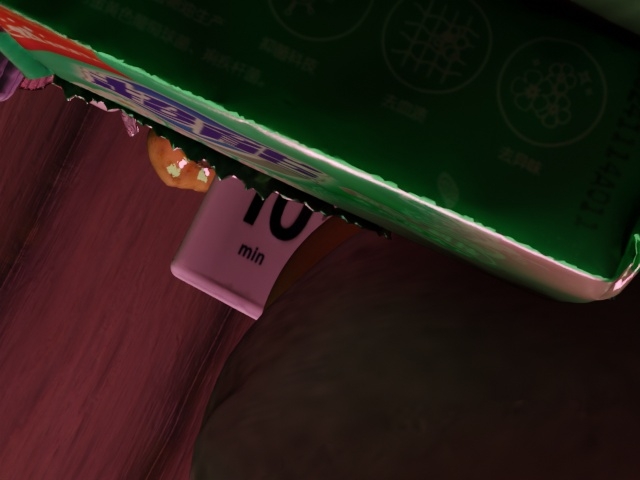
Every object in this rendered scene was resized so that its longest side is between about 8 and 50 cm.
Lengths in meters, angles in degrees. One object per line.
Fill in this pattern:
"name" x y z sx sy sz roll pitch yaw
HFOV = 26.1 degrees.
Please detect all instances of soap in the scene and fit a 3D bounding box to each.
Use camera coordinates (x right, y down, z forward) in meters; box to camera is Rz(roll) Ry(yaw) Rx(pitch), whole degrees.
"soap" 0.008 -0.066 0.544 0.273 0.098 0.218 24 173 2

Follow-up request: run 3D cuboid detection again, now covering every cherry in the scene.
"cherry" 0.106 0.109 0.711 0.335 0.326 0.291 22 154 -8

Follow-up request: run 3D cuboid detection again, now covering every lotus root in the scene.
"lotus root" -0.168 -0.121 1.841 0.125 0.118 0.221 -6 -179 -9

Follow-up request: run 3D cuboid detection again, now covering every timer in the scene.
"timer" 0.000 0.000 1.396 0.192 0.195 0.194 26 180 30

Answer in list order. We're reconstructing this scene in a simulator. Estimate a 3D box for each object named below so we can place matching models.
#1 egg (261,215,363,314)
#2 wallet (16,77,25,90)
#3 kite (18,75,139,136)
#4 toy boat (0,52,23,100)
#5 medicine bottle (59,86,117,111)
"egg" 0.097 0.101 1.118 0.301 0.301 0.374 26 171 1
"wallet" -0.421 -0.248 1.666 0.182 0.049 0.229 -22 149 34
"kite" -0.165 -0.135 1.051 0.005 0.137 0.152 48 151 42
"toy boat" -0.244 -0.165 1.043 0.078 0.127 0.283 27 -179 -13
"medicine bottle" -0.209 -0.169 1.295 0.140 0.079 0.079 27 179 -25
